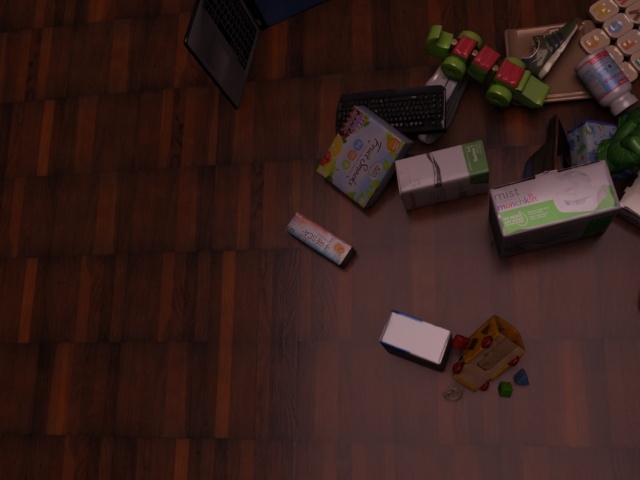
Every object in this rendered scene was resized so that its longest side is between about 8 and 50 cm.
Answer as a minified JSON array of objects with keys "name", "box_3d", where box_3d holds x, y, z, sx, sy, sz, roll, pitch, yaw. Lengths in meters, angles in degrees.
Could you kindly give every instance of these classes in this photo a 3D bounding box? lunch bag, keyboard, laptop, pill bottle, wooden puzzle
[{"name":"lunch bag","box_3d":[0.695,-0.217,1.715,0.151,0.096,0.128,3,76,-17]},{"name":"keyboard","box_3d":[0.179,-0.295,1.824,0.317,0.033,0.201,1,96,33]},{"name":"laptop","box_3d":[-0.132,-0.593,1.835,0.236,0.382,0.407,12,79,15]},{"name":"pill bottle","box_3d":[0.709,-0.389,1.723,0.087,0.087,0.160,-34,80,3]},{"name":"wooden puzzle","box_3d":[0.608,-0.461,1.822,0.239,0.044,0.220,-3,76,7]}]

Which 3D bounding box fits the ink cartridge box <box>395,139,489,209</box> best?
[{"name":"ink cartridge box","box_3d":[0.306,-0.160,1.751,0.220,0.160,0.092,-12,73,9]}]

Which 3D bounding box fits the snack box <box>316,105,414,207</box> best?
[{"name":"snack box","box_3d":[0.114,-0.218,1.813,0.174,0.070,0.207,41,117,17]}]

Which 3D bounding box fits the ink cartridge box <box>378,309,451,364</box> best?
[{"name":"ink cartridge box","box_3d":[0.231,0.242,1.649,0.148,0.203,0.085,18,79,16]}]

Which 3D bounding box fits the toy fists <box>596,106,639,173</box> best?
[{"name":"toy fists","box_3d":[0.753,-0.257,1.622,0.142,0.279,0.096,-15,109,48]}]

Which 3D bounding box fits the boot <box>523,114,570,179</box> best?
[{"name":"boot","box_3d":[0.560,-0.222,1.746,0.106,0.082,0.219,-16,47,32]}]

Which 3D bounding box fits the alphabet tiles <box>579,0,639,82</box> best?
[{"name":"alphabet tiles","box_3d":[0.822,-0.522,1.779,0.278,0.021,0.284,-32,76,-2]}]

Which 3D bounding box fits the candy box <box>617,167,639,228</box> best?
[{"name":"candy box","box_3d":[0.836,-0.130,1.672,0.159,0.071,0.233,36,86,17]}]

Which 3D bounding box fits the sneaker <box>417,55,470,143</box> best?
[{"name":"sneaker","box_3d":[0.312,-0.374,1.849,0.091,0.094,0.258,22,77,34]}]

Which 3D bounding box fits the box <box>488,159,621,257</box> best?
[{"name":"box","box_3d":[0.539,-0.070,1.641,0.262,0.231,0.126,-14,74,8]}]

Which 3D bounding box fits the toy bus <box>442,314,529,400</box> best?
[{"name":"toy bus","box_3d":[0.385,0.272,1.657,0.202,0.104,0.190,-5,120,6]}]

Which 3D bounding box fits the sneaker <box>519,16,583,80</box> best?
[{"name":"sneaker","box_3d":[0.585,-0.506,1.778,0.086,0.064,0.192,35,86,9]}]

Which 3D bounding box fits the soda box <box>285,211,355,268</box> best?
[{"name":"soda box","box_3d":[0.000,0.000,1.833,0.183,0.058,0.063,33,86,18]}]

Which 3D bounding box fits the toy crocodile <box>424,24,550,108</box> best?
[{"name":"toy crocodile","box_3d":[0.418,-0.438,1.752,0.341,0.105,0.115,32,79,4]}]
